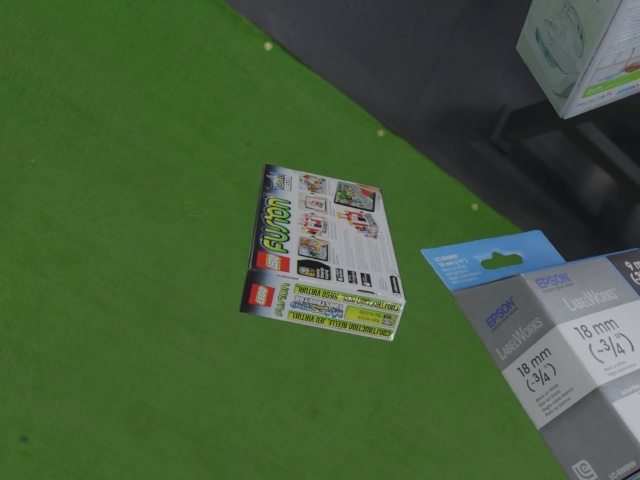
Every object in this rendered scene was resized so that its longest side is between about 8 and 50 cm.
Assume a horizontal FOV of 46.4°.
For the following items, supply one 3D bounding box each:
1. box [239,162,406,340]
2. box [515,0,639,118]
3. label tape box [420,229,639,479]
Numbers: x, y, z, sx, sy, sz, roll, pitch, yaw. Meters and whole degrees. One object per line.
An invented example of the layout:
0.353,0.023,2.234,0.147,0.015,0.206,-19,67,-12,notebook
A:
0.000,0.000,0.605,0.114,0.207,0.036,12,116,-6,box
0.381,-0.281,0.818,0.261,0.231,0.127,-21,65,-9,box
0.305,0.095,0.858,0.240,0.106,0.334,-8,56,-37,label tape box
